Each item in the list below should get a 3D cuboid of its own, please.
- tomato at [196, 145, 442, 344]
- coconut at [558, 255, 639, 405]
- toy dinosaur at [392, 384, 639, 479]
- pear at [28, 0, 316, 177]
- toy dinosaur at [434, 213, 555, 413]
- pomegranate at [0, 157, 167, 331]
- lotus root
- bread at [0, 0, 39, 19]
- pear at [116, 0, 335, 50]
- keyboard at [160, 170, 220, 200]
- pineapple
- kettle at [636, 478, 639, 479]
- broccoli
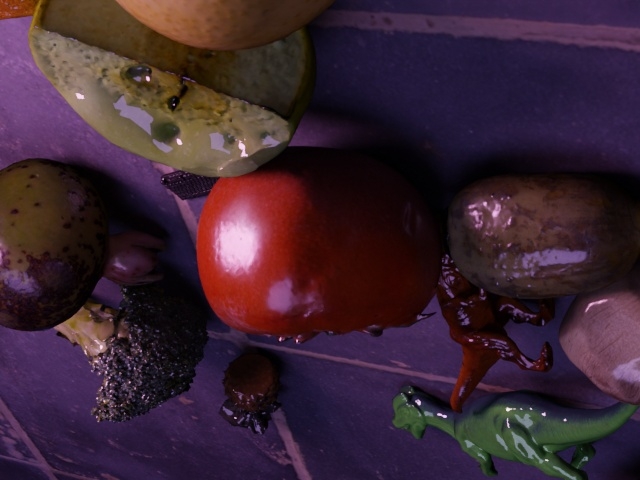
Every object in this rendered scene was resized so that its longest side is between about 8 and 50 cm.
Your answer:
[{"bbox_3d":[0.000,0.000,1.661,0.341,0.341,0.273,-5,92,36],"label":"tomato"},{"bbox_3d":[0.439,0.131,1.643,0.224,0.224,0.224,16,145,12],"label":"coconut"},{"bbox_3d":[0.313,0.255,1.982,0.374,0.144,0.500,29,144,16],"label":"toy dinosaur"},{"bbox_3d":[-0.178,-0.227,1.537,0.342,0.238,0.318,21,158,-3],"label":"pear"},{"bbox_3d":[0.263,0.147,1.825,0.208,0.097,0.432,7,130,28],"label":"toy dinosaur"},{"bbox_3d":[-0.422,0.020,1.992,0.340,0.285,0.285,12,150,-22],"label":"pomegranate"},{"bbox_3d":[0.305,-0.014,1.579,0.309,0.173,0.173,-4,136,31],"label":"lotus root"},{"bbox_3d":[-0.432,-0.381,1.580,0.132,0.103,0.172,-1,140,15],"label":"bread"},{"bbox_3d":[-0.097,-0.367,1.207,0.348,0.348,0.348,16,145,12],"label":"pear"},{"bbox_3d":[-0.169,-0.097,1.871,0.195,0.018,0.060,-11,134,41],"label":"keyboard"},{"bbox_3d":[-0.134,0.301,2.308,0.119,0.111,0.237,47,158,22],"label":"pineapple"},{"bbox_3d":[0.645,0.483,1.993,0.321,0.228,0.324,7,146,-20],"label":"kettle"},{"bbox_3d":[-0.365,0.155,2.197,0.221,0.252,0.361,39,-174,-46],"label":"broccoli"}]
